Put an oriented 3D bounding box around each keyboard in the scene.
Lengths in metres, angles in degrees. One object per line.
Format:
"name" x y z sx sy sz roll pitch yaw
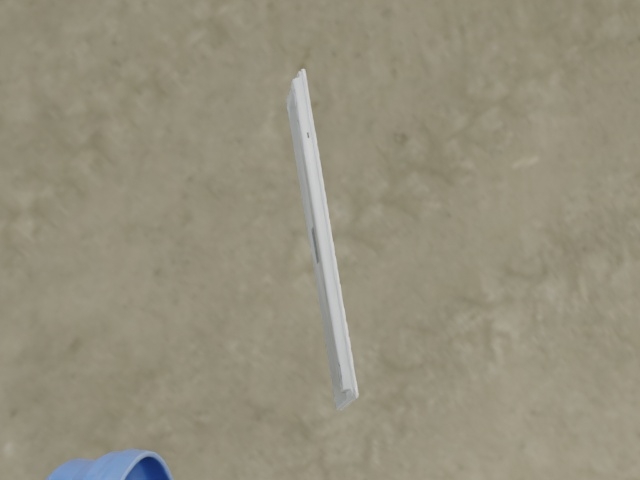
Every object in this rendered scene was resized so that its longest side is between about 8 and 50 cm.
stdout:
"keyboard" 0.000 0.000 1.196 0.014 0.072 0.256 -8 77 -6

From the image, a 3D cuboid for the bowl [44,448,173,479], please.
"bowl" -0.201 0.371 1.330 0.077 0.391 0.391 5 61 8
